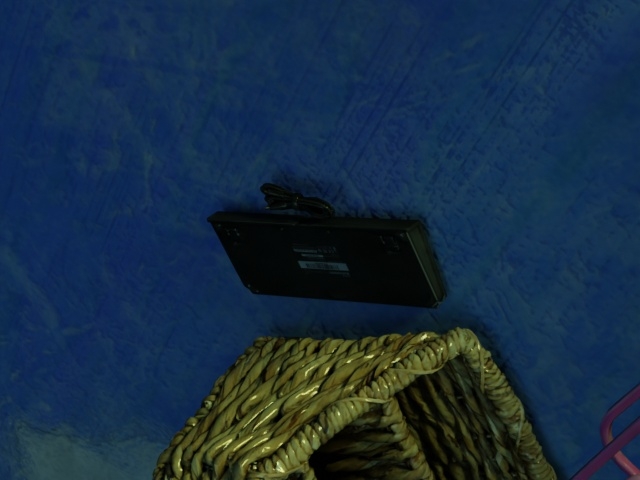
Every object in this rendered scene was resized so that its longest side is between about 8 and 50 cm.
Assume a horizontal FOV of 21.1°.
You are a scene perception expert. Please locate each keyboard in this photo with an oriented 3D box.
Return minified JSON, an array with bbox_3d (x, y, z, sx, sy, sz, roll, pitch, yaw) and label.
[{"bbox_3d":[0.000,0.000,1.247,0.180,0.023,0.108,2,134,35],"label":"keyboard"}]

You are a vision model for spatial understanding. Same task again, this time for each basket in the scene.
[{"bbox_3d":[0.043,0.235,1.279,0.223,0.213,0.299,-4,124,40],"label":"basket"}]

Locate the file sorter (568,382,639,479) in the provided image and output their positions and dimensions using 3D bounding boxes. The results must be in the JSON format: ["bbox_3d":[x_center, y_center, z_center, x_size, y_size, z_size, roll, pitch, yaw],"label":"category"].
[{"bbox_3d":[0.260,0.130,0.964,0.182,0.290,0.202,40,140,4],"label":"file sorter"}]
